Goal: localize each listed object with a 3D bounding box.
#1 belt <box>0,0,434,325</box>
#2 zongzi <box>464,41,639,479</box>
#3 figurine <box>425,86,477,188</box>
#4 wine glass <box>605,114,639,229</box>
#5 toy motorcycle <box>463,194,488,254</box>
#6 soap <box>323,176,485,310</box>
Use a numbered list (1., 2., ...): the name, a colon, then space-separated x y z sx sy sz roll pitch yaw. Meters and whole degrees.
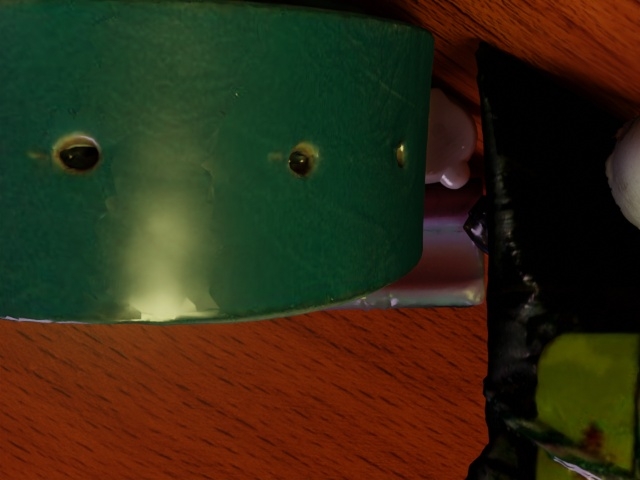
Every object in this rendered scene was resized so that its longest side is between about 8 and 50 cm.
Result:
1. belt: -0.086 -0.064 0.642 0.300 0.173 0.436 4 -175 9
2. zongzi: 0.221 0.046 0.599 0.384 0.362 0.319 -6 171 6
3. figurine: 0.077 -0.093 0.859 0.146 0.081 0.098 -135 31 -79
4. wine glass: 0.182 -0.034 0.451 0.072 0.072 0.155 33 178 -6
5. toy motorcycle: 0.293 0.095 0.947 0.401 0.134 0.207 37 -178 -37
6. soap: 0.000 0.000 1.060 0.324 0.109 0.193 -3 -170 9
